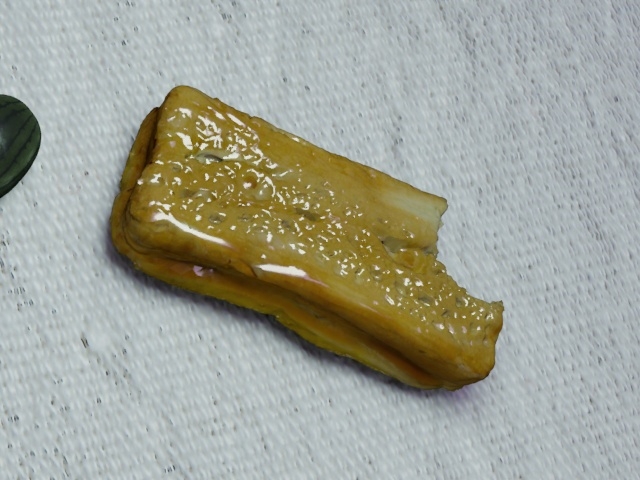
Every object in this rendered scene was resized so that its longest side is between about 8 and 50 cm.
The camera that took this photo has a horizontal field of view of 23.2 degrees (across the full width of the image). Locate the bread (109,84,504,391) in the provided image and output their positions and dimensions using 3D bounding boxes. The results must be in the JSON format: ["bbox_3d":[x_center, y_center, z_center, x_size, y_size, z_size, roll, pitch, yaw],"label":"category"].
[{"bbox_3d":[0.000,0.000,1.423,0.380,0.109,0.185,25,58,-14],"label":"bread"}]

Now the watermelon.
[{"bbox_3d":[-0.288,-0.077,1.345,0.078,0.078,0.111,34,61,-8],"label":"watermelon"}]
